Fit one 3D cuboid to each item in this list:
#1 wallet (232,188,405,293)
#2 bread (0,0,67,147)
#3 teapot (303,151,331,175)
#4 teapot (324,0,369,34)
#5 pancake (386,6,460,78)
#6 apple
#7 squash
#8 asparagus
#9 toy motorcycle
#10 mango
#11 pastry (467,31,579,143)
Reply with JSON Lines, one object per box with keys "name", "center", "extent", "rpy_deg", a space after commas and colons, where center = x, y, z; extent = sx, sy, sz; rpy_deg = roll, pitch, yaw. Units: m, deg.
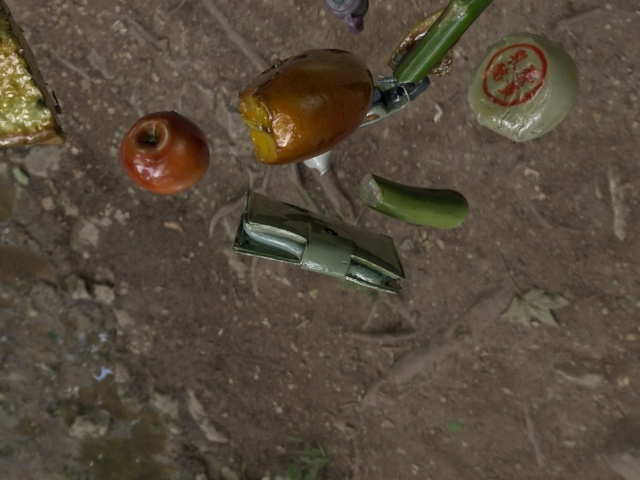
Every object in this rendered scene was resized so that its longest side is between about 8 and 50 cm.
{"name": "wallet", "center": [0.000, 0.000, 1.046], "extent": [0.309, 0.223, 0.077], "rpy_deg": [17, 106, -10]}
{"name": "bread", "center": [-0.356, -0.189, 0.562], "extent": [0.139, 0.229, 0.143], "rpy_deg": [-20, 143, -22]}
{"name": "teapot", "center": [-0.001, -0.282, 1.583], "extent": [0.092, 0.226, 0.145], "rpy_deg": [29, 145, -15]}
{"name": "teapot", "center": [0.095, -0.685, 1.632], "extent": [0.116, 0.146, 0.148], "rpy_deg": [-44, 78, 22]}
{"name": "pancake", "center": [0.311, -0.506, 1.510], "extent": [0.266, 0.057, 0.244], "rpy_deg": [-19, 151, 28]}
{"name": "apple", "center": [-0.288, -0.163, 1.043], "extent": [0.163, 0.164, 0.139], "rpy_deg": [-2, 169, 8]}
{"name": "squash", "center": [0.191, -0.074, 1.110], "extent": [0.250, 0.083, 0.083], "rpy_deg": [8, 130, -27]}
{"name": "asparagus", "center": [0.237, -0.389, 1.010], "extent": [0.060, 0.067, 0.278], "rpy_deg": [46, 120, 9]}
{"name": "toy motorcycle", "center": [0.151, -0.362, 1.421], "extent": [0.263, 0.157, 0.091], "rpy_deg": [-21, 84, 9]}
{"name": "mango", "center": [-0.014, -0.261, 1.059], "extent": [0.199, 0.350, 0.201], "rpy_deg": [46, 137, 3]}
{"name": "pastry", "center": [0.487, -0.371, 1.369], "extent": [0.133, 0.265, 0.265], "rpy_deg": [1, 141, -48]}
